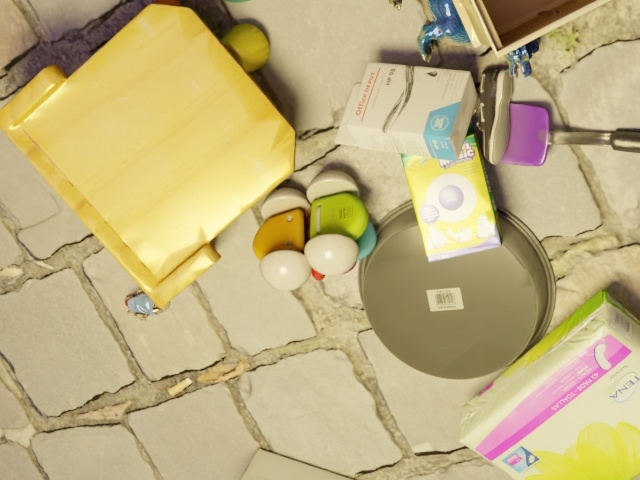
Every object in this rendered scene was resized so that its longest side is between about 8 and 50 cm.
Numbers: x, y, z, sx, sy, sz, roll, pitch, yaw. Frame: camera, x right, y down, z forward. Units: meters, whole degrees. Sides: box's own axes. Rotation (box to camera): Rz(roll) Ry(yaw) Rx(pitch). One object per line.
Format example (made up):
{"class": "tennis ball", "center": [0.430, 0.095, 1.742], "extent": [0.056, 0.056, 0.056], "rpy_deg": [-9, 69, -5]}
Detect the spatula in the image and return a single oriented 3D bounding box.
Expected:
{"class": "spatula", "center": [0.357, -0.132, 1.270], "extent": [0.296, 0.030, 0.084], "rpy_deg": [5, 105, 17]}

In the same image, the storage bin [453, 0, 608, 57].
{"class": "storage bin", "center": [0.251, -0.384, 1.095], "extent": [0.262, 0.123, 0.260], "rpy_deg": [-27, 103, 3]}

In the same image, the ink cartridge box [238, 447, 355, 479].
{"class": "ink cartridge box", "center": [0.001, 0.533, 1.627], "extent": [0.309, 0.130, 0.271], "rpy_deg": [15, 117, 12]}

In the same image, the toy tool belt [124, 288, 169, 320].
{"class": "toy tool belt", "center": [-0.291, 0.105, 1.588], "extent": [0.083, 0.051, 0.052], "rpy_deg": [-3, 111, 21]}

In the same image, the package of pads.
{"class": "package of pads", "center": [0.376, 0.241, 1.366], "extent": [0.229, 0.101, 0.296], "rpy_deg": [36, 120, -12]}

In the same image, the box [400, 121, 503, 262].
{"class": "box", "center": [0.174, -0.069, 1.305], "extent": [0.105, 0.043, 0.179], "rpy_deg": [-14, 96, 15]}

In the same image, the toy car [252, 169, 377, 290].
{"class": "toy car", "center": [0.000, 0.000, 1.404], "extent": [0.182, 0.159, 0.136], "rpy_deg": [-20, 140, 26]}

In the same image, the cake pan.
{"class": "cake pan", "center": [0.188, 0.078, 1.408], "extent": [0.293, 0.054, 0.293], "rpy_deg": [7, 114, 17]}

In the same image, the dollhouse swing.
{"class": "dollhouse swing", "center": [-0.235, -0.133, 1.429], "extent": [0.305, 0.315, 0.347], "rpy_deg": [-42, 96, -6]}

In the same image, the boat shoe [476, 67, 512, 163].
{"class": "boat shoe", "center": [0.226, -0.165, 1.286], "extent": [0.038, 0.046, 0.125], "rpy_deg": [10, 104, 34]}

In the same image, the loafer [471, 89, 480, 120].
{"class": "loafer", "center": [0.168, -0.157, 1.321], "extent": [0.045, 0.039, 0.125], "rpy_deg": [48, 119, -3]}

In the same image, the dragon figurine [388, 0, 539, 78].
{"class": "dragon figurine", "center": [0.166, -0.323, 1.223], "extent": [0.144, 0.085, 0.289], "rpy_deg": [-25, 104, 26]}

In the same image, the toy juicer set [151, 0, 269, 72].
{"class": "toy juicer set", "center": [-0.158, -0.395, 1.309], "extent": [0.209, 0.089, 0.329], "rpy_deg": [21, 128, 19]}

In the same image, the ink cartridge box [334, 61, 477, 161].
{"class": "ink cartridge box", "center": [0.104, -0.173, 1.283], "extent": [0.180, 0.104, 0.060], "rpy_deg": [10, 160, 24]}
